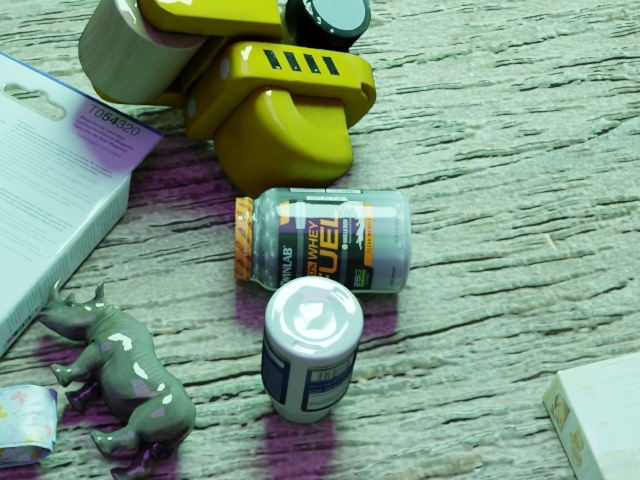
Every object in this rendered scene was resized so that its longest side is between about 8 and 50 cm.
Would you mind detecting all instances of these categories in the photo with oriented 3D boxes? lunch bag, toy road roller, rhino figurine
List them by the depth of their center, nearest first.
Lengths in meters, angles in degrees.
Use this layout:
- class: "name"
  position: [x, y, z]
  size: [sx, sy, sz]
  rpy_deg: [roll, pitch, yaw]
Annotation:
- class: "lunch bag"
  position: [-0.304, 0.186, 1.035]
  size: [0.083, 0.053, 0.071]
  rpy_deg: [-10, 55, 0]
- class: "rhino figurine"
  position: [-0.217, 0.130, 1.069]
  size: [0.106, 0.073, 0.243]
  rpy_deg: [-29, 62, -18]
- class: "toy road roller"
  position: [-0.090, -0.169, 1.176]
  size: [0.329, 0.202, 0.241]
  rpy_deg: [1, 69, -31]

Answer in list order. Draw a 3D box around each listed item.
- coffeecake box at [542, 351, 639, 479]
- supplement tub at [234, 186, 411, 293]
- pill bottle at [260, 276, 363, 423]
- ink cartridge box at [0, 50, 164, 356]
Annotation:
- class: "coffeecake box"
  position: [0.334, 0.214, 1.064]
  size: [0.142, 0.068, 0.185]
  rpy_deg: [-11, 58, -12]
- class: "supplement tub"
  position: [0.000, 0.000, 1.149]
  size: [0.190, 0.117, 0.117]
  rpy_deg: [0, 56, -4]
- class: "pill bottle"
  position: [-0.012, 0.117, 1.036]
  size: [0.094, 0.169, 0.094]
  rpy_deg: [3, 56, -4]
- class: "ink cartridge box"
  position: [-0.401, -0.066, 1.187]
  size: [0.324, 0.071, 0.330]
  rpy_deg: [27, 55, 13]
